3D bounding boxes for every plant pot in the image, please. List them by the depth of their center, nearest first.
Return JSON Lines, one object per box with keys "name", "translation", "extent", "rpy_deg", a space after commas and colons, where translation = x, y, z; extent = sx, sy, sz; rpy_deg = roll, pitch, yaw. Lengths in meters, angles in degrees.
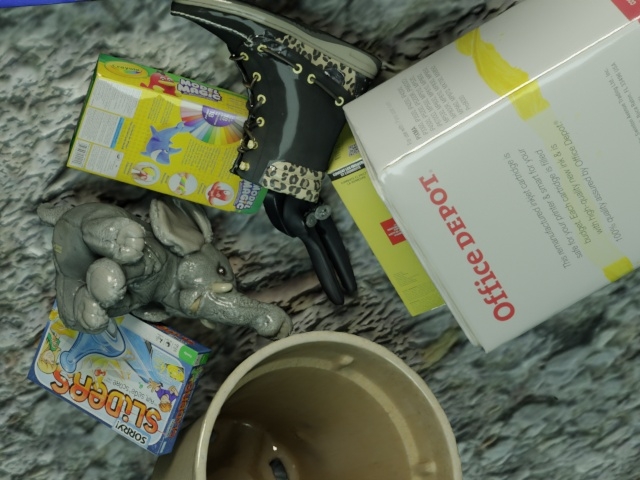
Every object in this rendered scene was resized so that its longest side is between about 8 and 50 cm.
{"name": "plant pot", "translation": [-0.050, 0.299, 1.967], "extent": [0.334, 0.333, 0.305], "rpy_deg": [25, 156, -19]}

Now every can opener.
{"name": "can opener", "translation": [0.000, 0.000, 1.927], "extent": [0.059, 0.073, 0.186], "rpy_deg": [-45, 128, -16]}

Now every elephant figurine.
{"name": "elephant figurine", "translation": [-0.176, 0.035, 1.890], "extent": [0.239, 0.186, 0.169], "rpy_deg": [1, 169, -35]}

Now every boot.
{"name": "boot", "translation": [-0.069, -0.153, 1.741], "extent": [0.236, 0.085, 0.178], "rpy_deg": [19, 97, -20]}

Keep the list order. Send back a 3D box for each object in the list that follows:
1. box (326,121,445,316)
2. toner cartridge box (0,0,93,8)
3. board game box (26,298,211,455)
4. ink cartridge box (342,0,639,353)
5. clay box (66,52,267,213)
{"name": "box", "translation": [0.079, -0.026, 1.881], "extent": [0.058, 0.087, 0.232], "rpy_deg": [-21, 124, 14]}
{"name": "toner cartridge box", "translation": [-0.190, -0.329, 1.649], "extent": [0.348, 0.075, 0.165], "rpy_deg": [-4, 128, 2]}
{"name": "board game box", "translation": [-0.238, 0.145, 1.939], "extent": [0.201, 0.035, 0.136], "rpy_deg": [26, 103, 23]}
{"name": "ink cartridge box", "translation": [0.257, -0.103, 1.734], "extent": [0.385, 0.160, 0.279], "rpy_deg": [-30, 124, 5]}
{"name": "clay box", "translation": [-0.156, -0.114, 1.828], "extent": [0.222, 0.053, 0.127], "rpy_deg": [15, 124, -14]}
